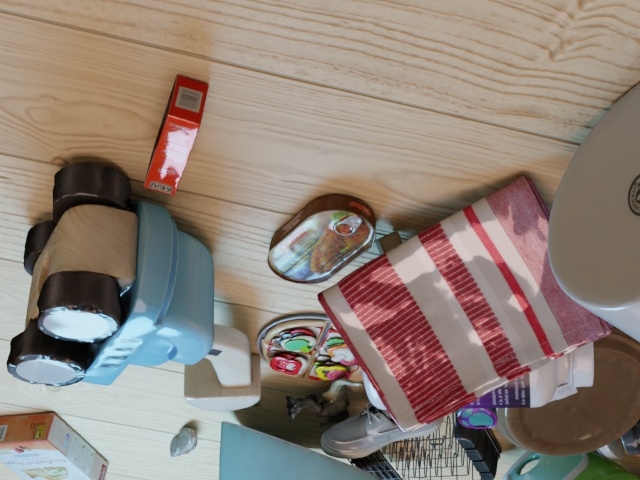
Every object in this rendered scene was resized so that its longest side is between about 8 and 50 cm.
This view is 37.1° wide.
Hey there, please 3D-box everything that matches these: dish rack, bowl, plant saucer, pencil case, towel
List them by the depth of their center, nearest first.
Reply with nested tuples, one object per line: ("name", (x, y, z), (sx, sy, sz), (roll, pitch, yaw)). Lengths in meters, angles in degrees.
("towel", (0.189, 0.093, 1.273), (0.329, 0.037, 0.237), (-30, 95, 15))
("pencil case", (0.240, 0.223, 1.503), (0.064, 0.152, 0.070), (0, 136, 2))
("plant saucer", (0.408, 0.252, 1.533), (0.277, 0.041, 0.278), (-3, 125, -4))
("bowl", (-0.060, 0.456, 1.734), (0.311, 0.163, 0.311), (18, 165, 5))
("dish rack", (0.189, 0.399, 1.803), (0.271, 0.074, 0.208), (-10, 138, 22))

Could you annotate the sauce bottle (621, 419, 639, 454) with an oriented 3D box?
("sauce bottle", (0.669, 0.290, 1.564), (0.344, 0.111, 0.111), (-15, 137, 26))

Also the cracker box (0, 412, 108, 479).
("cracker box", (-0.561, 0.440, 1.956), (0.155, 0.067, 0.232), (-8, 141, 18))

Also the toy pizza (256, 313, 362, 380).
("toy pizza", (-0.008, 0.189, 1.590), (0.201, 0.032, 0.201), (4, 142, 3))

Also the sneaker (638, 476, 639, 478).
("sneaker", (0.643, 0.568, 1.909), (0.137, 0.210, 0.366), (-3, 175, 13))

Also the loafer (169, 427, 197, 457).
("loafer", (-0.263, 0.399, 1.891), (0.039, 0.045, 0.125), (5, 152, -27))

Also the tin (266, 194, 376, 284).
("tin", (0.000, 0.000, 1.346), (0.106, 0.040, 0.189), (24, 139, -27))

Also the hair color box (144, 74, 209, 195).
("hair color box", (-0.179, -0.127, 1.178), (0.043, 0.072, 0.141), (15, 141, -12))

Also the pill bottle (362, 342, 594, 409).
("pill bottle", (0.227, 0.154, 1.393), (0.322, 0.182, 0.181), (-2, 141, 11))

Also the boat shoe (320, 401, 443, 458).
("boat shoe", (0.107, 0.311, 1.665), (0.227, 0.079, 0.081), (-13, 129, -13))

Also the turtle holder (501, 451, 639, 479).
("turtle holder", (0.432, 0.519, 1.733), (0.243, 0.227, 0.320), (25, 99, -43))

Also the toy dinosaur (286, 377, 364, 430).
("toy dinosaur", (0.003, 0.286, 1.672), (0.118, 0.064, 0.268), (-5, 155, -7))

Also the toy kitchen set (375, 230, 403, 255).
("toy kitchen set", (0.110, 0.022, 1.370), (0.068, 0.075, 0.083), (-25, -174, -18))

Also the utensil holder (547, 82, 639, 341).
("utensil holder", (0.498, 0.019, 1.074), (0.385, 0.328, 0.327), (27, 138, -21))

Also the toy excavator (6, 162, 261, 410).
("toy excavator", (-0.229, 0.127, 1.423), (0.445, 0.222, 0.433), (15, 143, -25))

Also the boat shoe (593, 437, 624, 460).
("boat shoe", (0.451, 0.319, 1.664), (0.070, 0.078, 0.219), (-28, 122, 35))
